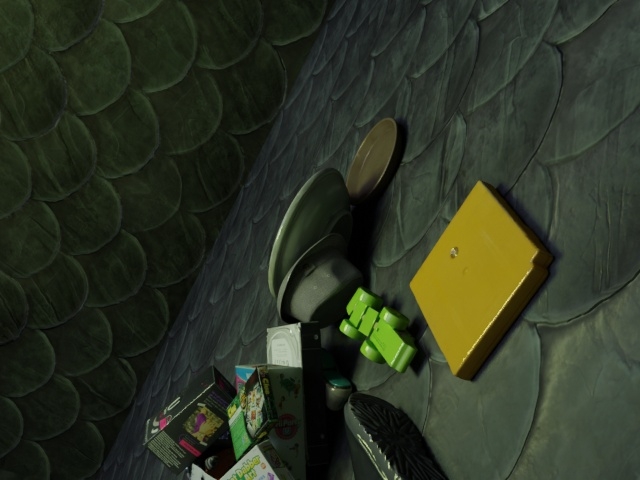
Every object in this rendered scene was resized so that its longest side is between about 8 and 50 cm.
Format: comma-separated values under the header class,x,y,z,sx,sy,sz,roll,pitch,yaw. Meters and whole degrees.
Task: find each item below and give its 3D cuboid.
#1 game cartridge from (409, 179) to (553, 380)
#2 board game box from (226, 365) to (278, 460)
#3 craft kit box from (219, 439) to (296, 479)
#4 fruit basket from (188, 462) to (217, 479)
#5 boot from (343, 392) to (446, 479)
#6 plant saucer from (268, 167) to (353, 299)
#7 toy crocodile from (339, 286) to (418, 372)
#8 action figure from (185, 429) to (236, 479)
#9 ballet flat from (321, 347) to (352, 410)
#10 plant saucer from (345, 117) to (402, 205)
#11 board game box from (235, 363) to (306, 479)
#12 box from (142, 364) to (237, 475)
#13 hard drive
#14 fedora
class,x,y,z,sx,sy,sz,roll,pitch,yaw
game cartridge,0.303,0.069,1.466,0.285,0.052,0.324,-59,23,21
board game box,-0.163,0.407,1.753,0.260,0.030,0.136,-56,44,50
craft kit box,-0.132,0.615,1.663,0.250,0.061,0.246,-47,67,23
fruit basket,-0.327,0.798,2.013,0.327,0.165,0.353,166,98,-66
boot,0.053,0.566,1.444,0.367,0.146,0.445,-122,53,-68
plant saucer,0.000,0.000,2.083,0.400,0.100,0.400,-53,-23,-36
toy crocodile,0.136,0.197,1.698,0.115,0.105,0.340,-64,24,7
action figure,-0.312,0.632,2.271,0.330,0.178,0.341,-12,57,56
ballet flat,0.011,0.349,1.879,0.086,0.086,0.248,-64,20,8
plant saucer,0.158,-0.223,2.178,0.278,0.041,0.278,-53,23,34
board game box,-0.121,0.455,1.810,0.224,0.097,0.303,165,104,-64
box,-0.369,0.522,2.196,0.270,0.143,0.165,-41,14,-3
hard drive,-0.063,0.379,1.874,0.237,0.064,0.339,159,108,-64
fedora,0.018,0.126,1.958,0.275,0.124,0.244,-39,-36,-25
